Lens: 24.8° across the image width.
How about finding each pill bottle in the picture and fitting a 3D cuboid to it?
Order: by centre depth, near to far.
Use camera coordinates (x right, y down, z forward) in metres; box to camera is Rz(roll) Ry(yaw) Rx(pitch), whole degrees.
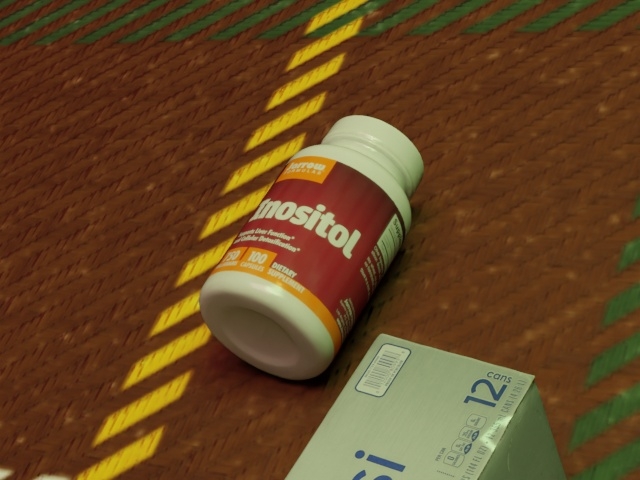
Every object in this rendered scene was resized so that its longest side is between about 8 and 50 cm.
[{"bbox_3d":[0.000,0.000,0.858,0.086,0.086,0.152,10,52,32],"label":"pill bottle"}]

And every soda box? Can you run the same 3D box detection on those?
[{"bbox_3d":[0.007,0.184,0.658,0.091,0.098,0.286,14,54,33],"label":"soda box"}]
